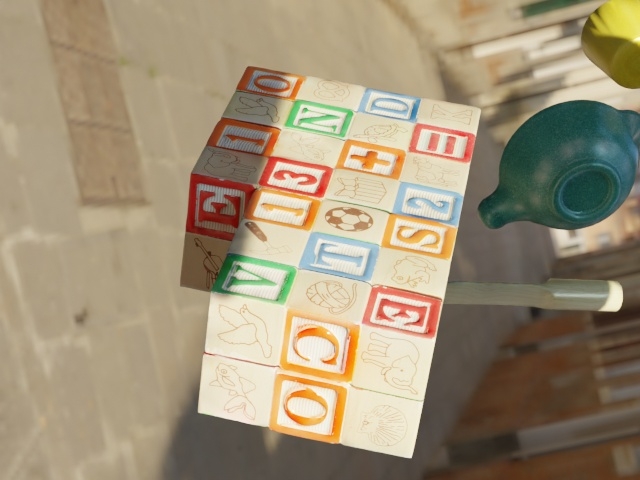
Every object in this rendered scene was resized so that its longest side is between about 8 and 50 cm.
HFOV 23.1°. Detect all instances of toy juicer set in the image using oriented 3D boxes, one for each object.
[{"bbox_3d":[0.261,-0.052,1.453,0.209,0.329,0.089,21,27,-24],"label":"toy juicer set"}]

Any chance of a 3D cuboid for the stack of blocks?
[{"bbox_3d":[0.000,0.000,1.002,0.297,0.171,0.087,-72,172,-58],"label":"stack of blocks"}]
